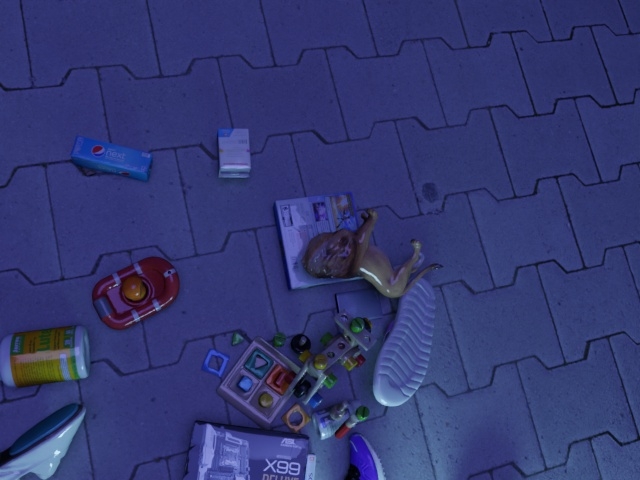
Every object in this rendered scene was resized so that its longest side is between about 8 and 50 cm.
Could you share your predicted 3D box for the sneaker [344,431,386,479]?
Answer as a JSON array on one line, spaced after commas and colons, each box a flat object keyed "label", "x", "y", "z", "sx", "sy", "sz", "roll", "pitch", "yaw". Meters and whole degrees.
[{"label": "sneaker", "x": 0.105, "y": 0.685, "z": 1.552, "sx": 0.146, "sy": 0.102, "sz": 0.294, "roll": -13, "pitch": 80, "yaw": -16}]

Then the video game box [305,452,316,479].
[{"label": "video game box", "x": -0.119, "y": 0.666, "z": 1.531, "sx": 0.205, "sy": 0.048, "sz": 0.187, "roll": 7, "pitch": 73, "yaw": -12}]

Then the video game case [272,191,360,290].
[{"label": "video game case", "x": 0.000, "y": 0.000, "z": 1.712, "sx": 0.244, "sy": 0.061, "sz": 0.270, "roll": -8, "pitch": 79, "yaw": -15}]

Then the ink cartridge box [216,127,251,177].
[{"label": "ink cartridge box", "x": -0.260, "y": -0.251, "z": 1.693, "sx": 0.092, "sy": 0.090, "sz": 0.143, "roll": -1, "pitch": 78, "yaw": -14}]

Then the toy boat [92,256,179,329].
[{"label": "toy boat", "x": -0.490, "y": 0.132, "z": 1.512, "sx": 0.231, "sy": 0.151, "sz": 0.151, "roll": -28, "pitch": 85, "yaw": -18}]

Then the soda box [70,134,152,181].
[{"label": "soda box", "x": -0.591, "y": -0.232, "z": 1.616, "sx": 0.210, "sy": 0.071, "sz": 0.067, "roll": 14, "pitch": 73, "yaw": -10}]

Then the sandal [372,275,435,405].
[{"label": "sandal", "x": 0.246, "y": 0.302, "z": 1.689, "sx": 0.169, "sy": 0.102, "sz": 0.416, "roll": 38, "pitch": 57, "yaw": -18}]

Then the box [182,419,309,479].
[{"label": "box", "x": -0.195, "y": 0.608, "z": 1.463, "sx": 0.307, "sy": 0.076, "sz": 0.243, "roll": 11, "pitch": 74, "yaw": -7}]

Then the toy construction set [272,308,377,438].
[{"label": "toy construction set", "x": 0.052, "y": 0.336, "z": 1.507, "sx": 0.257, "sy": 0.237, "sz": 0.309, "roll": -6, "pitch": 57, "yaw": -26}]

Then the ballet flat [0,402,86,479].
[{"label": "ballet flat", "x": -0.733, "y": 0.550, "z": 1.378, "sx": 0.400, "sy": 0.139, "sz": 0.139, "roll": -31, "pitch": 86, "yaw": -14}]

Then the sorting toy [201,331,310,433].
[{"label": "sorting toy", "x": -0.161, "y": 0.396, "z": 1.585, "sx": 0.347, "sy": 0.047, "sz": 0.196, "roll": 38, "pitch": 71, "yaw": -3}]

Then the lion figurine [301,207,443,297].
[{"label": "lion figurine", "x": 0.154, "y": 0.069, "z": 1.635, "sx": 0.392, "sy": 0.142, "sz": 0.240, "roll": 31, "pitch": 79, "yaw": -10}]

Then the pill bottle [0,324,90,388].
[{"label": "pill bottle", "x": -0.717, "y": 0.294, "z": 1.424, "sx": 0.245, "sy": 0.136, "sz": 0.137, "roll": -6, "pitch": 78, "yaw": -15}]

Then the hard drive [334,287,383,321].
[{"label": "hard drive", "x": 0.116, "y": 0.198, "z": 1.715, "sx": 0.135, "sy": 0.022, "sz": 0.094, "roll": -7, "pitch": 78, "yaw": -16}]

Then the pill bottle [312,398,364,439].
[{"label": "pill bottle", "x": 0.052, "y": 0.500, "z": 1.597, "sx": 0.137, "sy": 0.078, "sz": 0.078, "roll": -15, "pitch": 81, "yaw": -17}]
